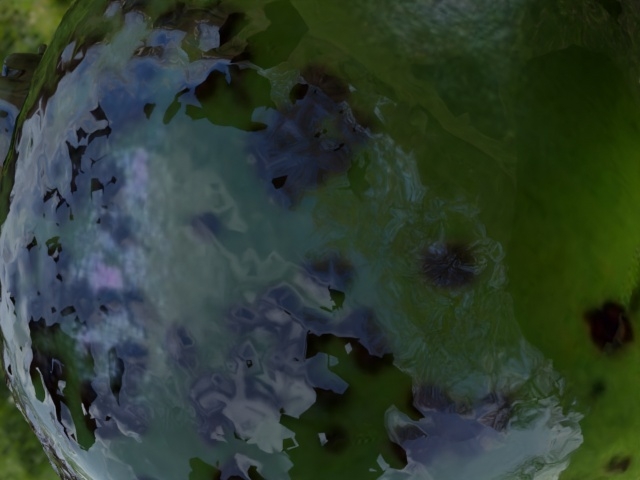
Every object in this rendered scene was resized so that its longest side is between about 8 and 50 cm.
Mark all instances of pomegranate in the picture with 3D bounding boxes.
[{"bbox_3d":[0.000,0.000,0.466,0.271,0.254,0.254,26,158,20],"label":"pomegranate"}]
